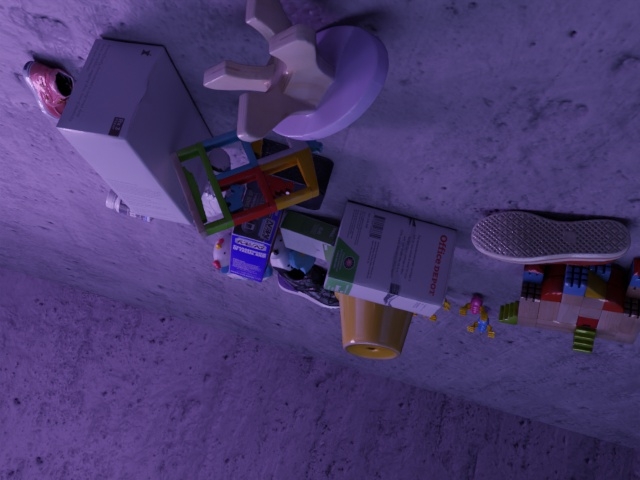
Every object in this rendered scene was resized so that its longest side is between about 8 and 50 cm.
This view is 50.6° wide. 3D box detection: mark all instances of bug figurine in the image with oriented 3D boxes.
[{"bbox_3d":[0.429,0.219,2.148,0.279,0.072,0.216,16,154,13],"label":"bug figurine"}]

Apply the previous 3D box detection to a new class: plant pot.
[{"bbox_3d":[0.158,0.204,1.928,0.254,0.239,0.254,7,157,3],"label":"plant pot"}]

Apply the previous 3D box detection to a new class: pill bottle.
[{"bbox_3d":[-0.558,-0.110,2.009,0.137,0.078,0.078,17,159,-3],"label":"pill bottle"}]

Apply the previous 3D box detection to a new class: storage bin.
[{"bbox_3d":[-0.071,-0.148,1.552,0.180,0.084,0.122,16,160,-3],"label":"storage bin"}]

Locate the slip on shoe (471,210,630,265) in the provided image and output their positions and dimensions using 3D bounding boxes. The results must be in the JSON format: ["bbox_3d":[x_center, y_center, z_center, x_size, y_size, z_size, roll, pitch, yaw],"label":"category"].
[{"bbox_3d":[0.502,0.005,1.497,0.331,0.123,0.101,2,160,20],"label":"slip on shoe"}]

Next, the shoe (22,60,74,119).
[{"bbox_3d":[-0.583,-0.323,1.500,0.081,0.063,0.178,17,156,12],"label":"shoe"}]

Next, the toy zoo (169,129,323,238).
[{"bbox_3d":[-0.131,-0.140,1.347,0.293,0.192,0.030,-20,159,-8],"label":"toy zoo"}]

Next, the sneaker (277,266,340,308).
[{"bbox_3d":[-0.010,0.144,2.235,0.283,0.107,0.124,13,153,7],"label":"sneaker"}]

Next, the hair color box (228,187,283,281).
[{"bbox_3d":[-0.164,-0.029,1.780,0.110,0.185,0.339,16,160,-2],"label":"hair color box"}]

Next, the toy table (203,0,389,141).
[{"bbox_3d":[-0.049,-0.265,1.061,0.161,0.252,0.274,11,156,-40],"label":"toy table"}]

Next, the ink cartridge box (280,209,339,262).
[{"bbox_3d":[0.000,0.000,1.850,0.209,0.062,0.109,19,154,16],"label":"ink cartridge box"}]

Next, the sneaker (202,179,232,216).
[{"bbox_3d":[-0.307,-0.137,1.772,0.115,0.090,0.232,-6,160,31],"label":"sneaker"}]

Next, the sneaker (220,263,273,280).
[{"bbox_3d":[-0.236,0.098,2.315,0.228,0.087,0.092,6,165,44],"label":"sneaker"}]

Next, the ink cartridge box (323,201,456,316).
[{"bbox_3d":[0.174,0.050,1.700,0.289,0.211,0.121,16,159,1],"label":"ink cartridge box"}]

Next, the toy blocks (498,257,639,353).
[{"bbox_3d":[0.642,0.128,1.663,0.381,0.191,0.261,8,146,18],"label":"toy blocks"}]

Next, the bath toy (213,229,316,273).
[{"bbox_3d":[-0.192,0.036,2.052,0.348,0.129,0.151,1,121,32],"label":"bath toy"}]

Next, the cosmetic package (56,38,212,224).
[{"bbox_3d":[-0.362,-0.212,1.419,0.156,0.217,0.385,10,157,14],"label":"cosmetic package"}]
